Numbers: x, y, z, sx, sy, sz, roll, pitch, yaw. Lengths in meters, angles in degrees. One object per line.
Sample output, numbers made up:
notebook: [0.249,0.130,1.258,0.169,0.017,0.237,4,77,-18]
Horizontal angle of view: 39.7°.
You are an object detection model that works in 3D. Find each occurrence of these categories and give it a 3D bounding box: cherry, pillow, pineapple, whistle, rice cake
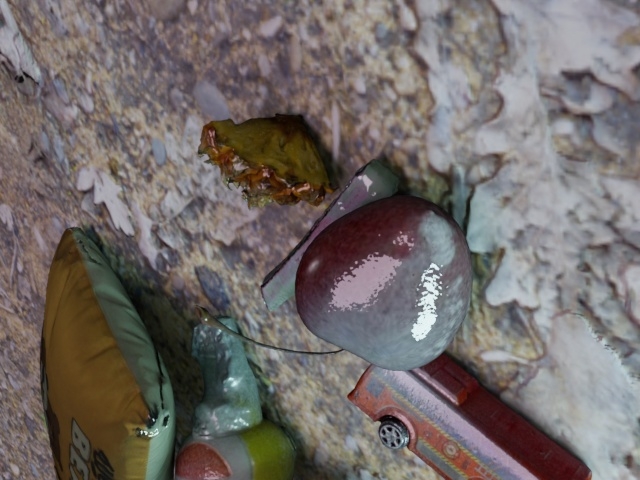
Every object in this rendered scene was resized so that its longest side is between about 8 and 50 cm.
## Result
cherry: [0.021,0.020,0.638,0.188,0.115,0.148,21,157,-6]
pillow: [-0.230,0.185,0.953,0.312,0.119,0.310,52,140,44]
pineapple: [-0.046,-0.061,0.727,0.114,0.077,0.114,22,157,-9]
whistle: [-0.096,0.187,0.876,0.123,0.123,0.223,-6,95,44]
rice cake: [0.000,0.001,0.735,0.033,0.033,0.207,44,137,1]

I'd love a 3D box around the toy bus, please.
toy bus: [0.115,0.153,0.698,0.192,0.065,0.077,37,122,20]
